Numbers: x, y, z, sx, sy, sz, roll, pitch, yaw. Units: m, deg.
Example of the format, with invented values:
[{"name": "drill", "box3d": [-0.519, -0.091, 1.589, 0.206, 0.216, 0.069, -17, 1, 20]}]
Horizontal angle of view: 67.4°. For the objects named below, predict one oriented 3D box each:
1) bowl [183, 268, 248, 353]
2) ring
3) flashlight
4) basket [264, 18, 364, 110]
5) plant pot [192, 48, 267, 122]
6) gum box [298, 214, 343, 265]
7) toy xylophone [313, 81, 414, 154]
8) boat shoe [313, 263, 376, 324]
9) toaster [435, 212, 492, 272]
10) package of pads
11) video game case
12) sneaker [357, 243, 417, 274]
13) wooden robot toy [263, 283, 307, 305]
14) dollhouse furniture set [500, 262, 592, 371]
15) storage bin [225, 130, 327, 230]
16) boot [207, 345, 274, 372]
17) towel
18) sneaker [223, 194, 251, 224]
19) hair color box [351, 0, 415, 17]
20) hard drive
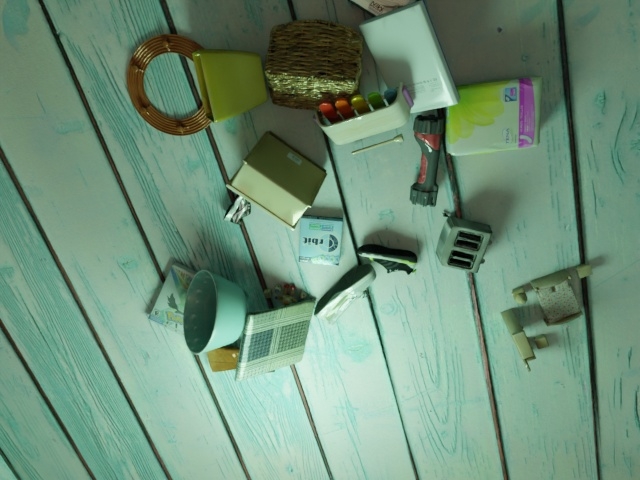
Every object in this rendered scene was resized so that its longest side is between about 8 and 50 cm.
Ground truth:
[{"name": "bowl", "box3d": [-0.383, 0.272, 1.807, 0.163, 0.311, 0.311, 11, 118, -35]}, {"name": "ring", "box3d": [-0.501, -0.523, 1.640, 0.337, 0.032, 0.336, 2, 112, 4]}, {"name": "flashlight", "box3d": [0.354, -0.270, 1.642, 0.103, 0.103, 0.303, -4, 118, -13]}, {"name": "basket", "box3d": [-0.016, -0.560, 1.550, 0.299, 0.223, 0.213, 6, 80, 3]}, {"name": "plant pot", "box3d": [-0.284, -0.506, 1.535, 0.187, 0.212, 0.212, -15, 113, -16]}, {"name": "gum box", "box3d": [0.000, 0.000, 1.811, 0.157, 0.041, 0.184, 6, 114, 2]}, {"name": "toy xylophone", "box3d": [0.146, -0.386, 1.562, 0.323, 0.236, 0.081, -9, 67, 15]}, {"name": "boat shoe", "box3d": [0.107, 0.211, 1.856, 0.103, 0.118, 0.320, 37, 115, -17]}, {"name": "toaster", "box3d": [0.511, 0.010, 1.735, 0.186, 0.110, 0.168, 13, 112, 0]}, {"name": "package of pads", "box3d": [0.557, -0.400, 1.564, 0.297, 0.101, 0.229, -4, 111, 7]}, {"name": "video game case", "box3d": [-0.506, 0.279, 1.974, 0.329, 0.036, 0.299, 27, 112, -7]}, {"name": "sneaker", "box3d": [0.250, 0.082, 1.801, 0.235, 0.084, 0.097, 11, 114, 0]}, {"name": "wooden robot toy", "box3d": [-0.140, 0.221, 1.896, 0.174, 0.079, 0.076, 10, 113, 0]}, {"name": "dollhouse furniture set", "box3d": [0.888, 0.302, 1.791, 0.356, 0.173, 0.303, -24, 109, 14]}, {"name": "storage bin", "box3d": [-0.135, -0.213, 1.621, 0.262, 0.260, 0.123, 34, 129, -9]}, {"name": "boot", "box3d": [-0.333, 0.441, 2.003, 0.281, 0.096, 0.264, 1, 125, 2]}, {"name": "towel", "box3d": [-0.178, 0.383, 1.887, 0.324, 0.056, 0.312, -6, 117, -40]}, {"name": "sneaker", "box3d": [-0.284, -0.132, 1.775, 0.077, 0.072, 0.178, 29, 121, -20]}, {"name": "hair color box", "box3d": [0.241, -0.821, 1.410, 0.185, 0.110, 0.338, 29, 111, -8]}, {"name": "hard drive", "box3d": [0.274, -0.541, 1.461, 0.210, 0.040, 0.318, 1, 137, 43]}]
